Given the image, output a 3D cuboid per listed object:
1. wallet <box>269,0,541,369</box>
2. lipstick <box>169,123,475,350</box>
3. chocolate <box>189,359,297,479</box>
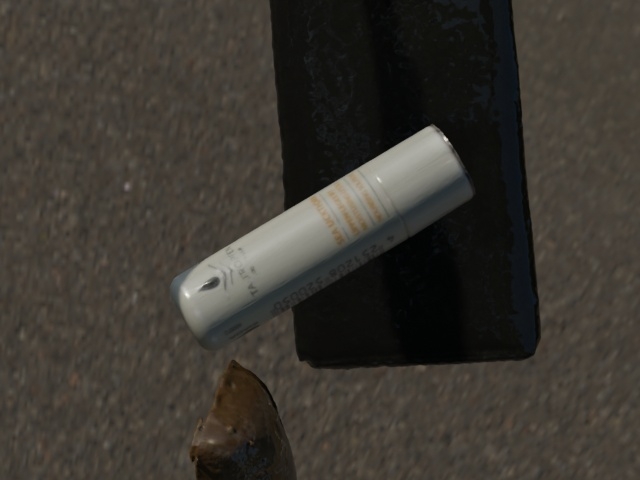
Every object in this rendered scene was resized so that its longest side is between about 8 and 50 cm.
[{"bbox_3d":[0.040,-0.058,0.907,0.124,0.025,0.244,-4,93,11],"label":"wallet"},{"bbox_3d":[0.000,0.000,0.809,0.141,0.040,0.040,-31,66,-3],"label":"lipstick"},{"bbox_3d":[-0.022,0.090,0.599,0.031,0.100,0.064,5,26,6],"label":"chocolate"}]
